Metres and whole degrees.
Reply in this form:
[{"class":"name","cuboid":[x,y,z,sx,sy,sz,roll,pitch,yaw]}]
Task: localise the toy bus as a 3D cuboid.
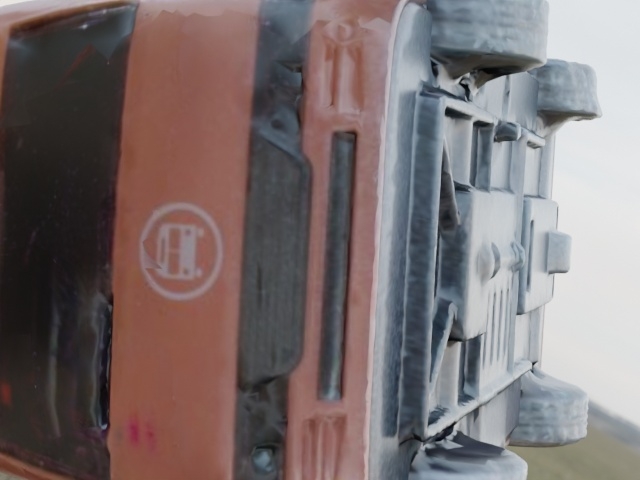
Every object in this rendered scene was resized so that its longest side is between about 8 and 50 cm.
[{"class":"toy bus","cuboid":[0.000,0.000,0.652,0.233,0.203,0.427,3,1,16]}]
